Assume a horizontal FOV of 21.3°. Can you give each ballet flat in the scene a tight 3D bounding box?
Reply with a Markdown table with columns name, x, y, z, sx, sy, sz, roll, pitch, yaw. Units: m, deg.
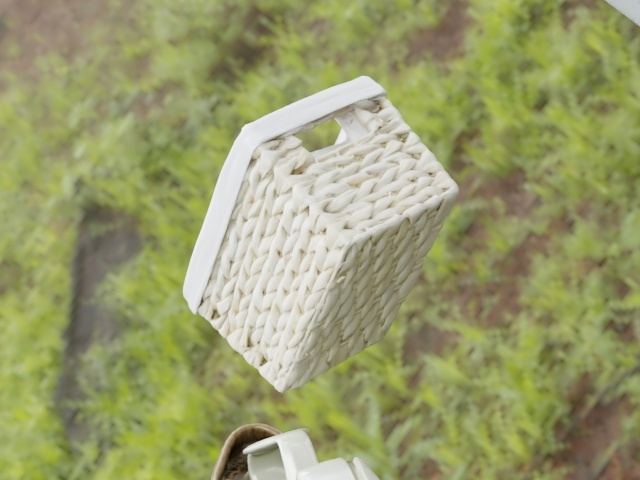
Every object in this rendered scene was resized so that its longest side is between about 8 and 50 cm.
| name | x | y | z | sx | sy | sz | roll | pitch | yaw |
| --- | --- | --- | --- | --- | --- | --- | --- | --- | --- |
| ballet flat | 0.001 | 0.181 | 1.036 | 0.116 | 0.124 | 0.342 | -14 | 11 | -14 |

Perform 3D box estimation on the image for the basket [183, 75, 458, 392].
| name | x | y | z | sx | sy | sz | roll | pitch | yaw |
| --- | --- | --- | --- | --- | --- | --- | --- | --- | --- |
| basket | 0.000 | 0.000 | 1.060 | 0.113 | 0.103 | 0.167 | -27 | -26 | -37 |

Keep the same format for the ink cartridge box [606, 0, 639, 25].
| name | x | y | z | sx | sy | sz | roll | pitch | yaw |
| --- | --- | --- | --- | --- | --- | --- | --- | --- | --- |
| ink cartridge box | 0.029 | -0.196 | 0.540 | 0.071 | 0.324 | 0.330 | -48 | -27 | 3 |
